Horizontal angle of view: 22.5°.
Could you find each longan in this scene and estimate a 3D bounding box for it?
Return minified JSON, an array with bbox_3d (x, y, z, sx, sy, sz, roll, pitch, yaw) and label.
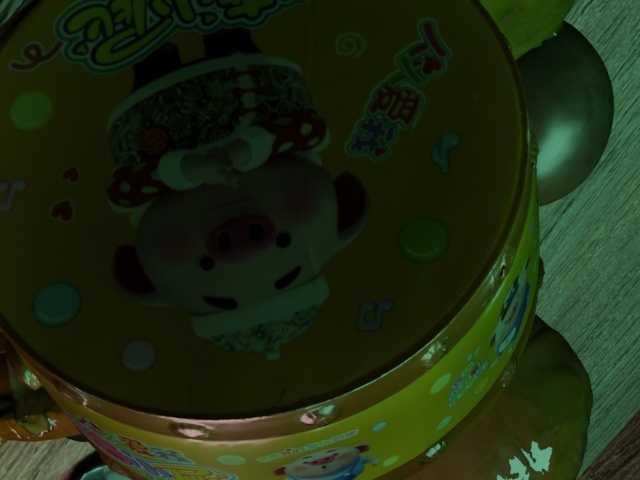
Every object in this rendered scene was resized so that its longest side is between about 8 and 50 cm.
[{"bbox_3d":[0.205,-0.128,1.677,0.220,0.196,0.196,-55,154,10],"label":"longan"}]

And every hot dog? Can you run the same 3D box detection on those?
[{"bbox_3d":[-0.249,0.116,1.359,0.269,0.109,0.072,-13,170,30],"label":"hot dog"}]

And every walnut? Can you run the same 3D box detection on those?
[{"bbox_3d":[0.141,0.202,1.893,0.308,0.354,0.398,-31,176,-19],"label":"walnut"}]

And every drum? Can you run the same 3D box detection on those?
[{"bbox_3d":[-0.042,-0.022,1.191,0.431,0.431,0.214,-40,155,-10],"label":"drum"}]

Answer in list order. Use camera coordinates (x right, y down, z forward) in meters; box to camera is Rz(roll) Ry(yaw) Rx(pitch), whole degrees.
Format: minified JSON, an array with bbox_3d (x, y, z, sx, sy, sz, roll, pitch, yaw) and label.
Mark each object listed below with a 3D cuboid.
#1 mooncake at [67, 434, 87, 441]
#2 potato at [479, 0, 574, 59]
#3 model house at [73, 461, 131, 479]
[{"bbox_3d":[-0.147,0.068,1.504,0.283,0.141,0.283,-27,153,-15],"label":"mooncake"},{"bbox_3d":[0.148,-0.253,1.447,0.186,0.148,0.253,-3,148,-18],"label":"potato"},{"bbox_3d":[-0.194,0.386,1.880,0.184,0.253,0.291,-15,168,-13],"label":"model house"}]
